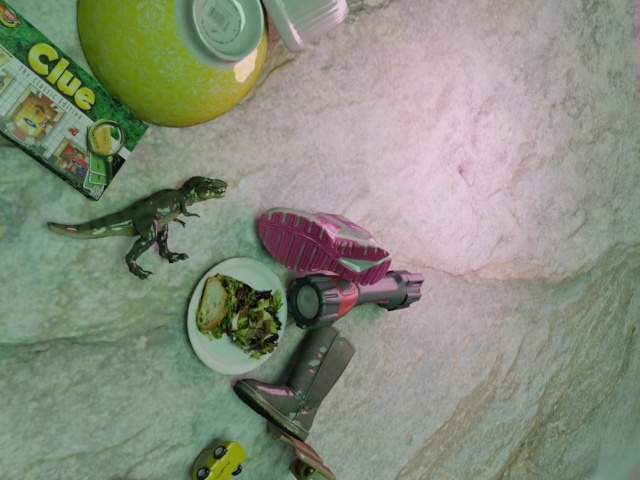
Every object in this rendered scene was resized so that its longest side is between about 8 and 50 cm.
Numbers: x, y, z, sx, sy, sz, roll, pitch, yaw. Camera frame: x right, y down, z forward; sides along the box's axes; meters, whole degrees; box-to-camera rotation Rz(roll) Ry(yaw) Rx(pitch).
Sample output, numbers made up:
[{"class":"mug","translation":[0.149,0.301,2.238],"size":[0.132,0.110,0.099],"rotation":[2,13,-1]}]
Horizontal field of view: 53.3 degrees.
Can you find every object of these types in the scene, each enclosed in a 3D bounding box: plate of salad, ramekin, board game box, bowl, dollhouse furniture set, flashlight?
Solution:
[{"class":"plate of salad","translation":[-0.129,0.128,1.071],"size":[0.200,0.048,0.199],"rotation":[-2,92,-41]},{"class":"ramekin","translation":[-0.036,-0.401,0.963],"size":[0.109,0.207,0.207],"rotation":[-21,119,9]},{"class":"board game box","translation":[-0.360,-0.180,0.832],"size":[0.260,0.030,0.136],"rotation":[42,66,-38]},{"class":"bowl","translation":[-0.171,-0.306,0.899],"size":[0.290,0.156,0.289],"rotation":[-7,101,-41]},{"class":"dollhouse furniture set","translation":[-0.070,0.440,1.137],"size":[0.151,0.144,0.123],"rotation":[-51,123,-7]},{"class":"flashlight","translation":[0.073,0.109,1.236],"size":[0.304,0.103,0.103],"rotation":[1,101,-48]}]

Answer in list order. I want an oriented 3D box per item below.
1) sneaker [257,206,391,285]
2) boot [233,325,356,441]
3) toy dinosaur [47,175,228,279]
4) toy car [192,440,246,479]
[{"class":"sneaker","translation":[0.000,0.000,1.151],"size":[0.252,0.111,0.103],"rotation":[22,111,-24]},{"class":"boot","translation":[-0.040,0.234,1.161],"size":[0.189,0.076,0.208],"rotation":[45,65,-28]},{"class":"toy dinosaur","translation":[-0.253,-0.012,0.939],"size":[0.268,0.064,0.118],"rotation":[-24,106,-36]},{"class":"toy car","translation":[-0.226,0.456,1.040],"size":[0.239,0.053,0.224],"rotation":[-12,105,-40]}]
